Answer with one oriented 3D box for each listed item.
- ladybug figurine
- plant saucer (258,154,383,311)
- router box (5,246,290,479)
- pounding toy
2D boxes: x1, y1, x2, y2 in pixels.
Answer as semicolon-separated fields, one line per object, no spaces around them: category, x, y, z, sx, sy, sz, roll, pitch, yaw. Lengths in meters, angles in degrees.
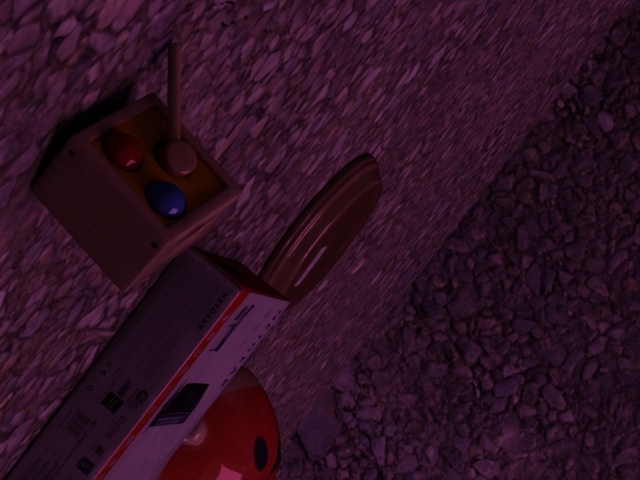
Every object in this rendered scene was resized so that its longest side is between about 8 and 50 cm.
ladybug figurine;-0.168;0.334;2.336;0.305;0.162;0.449;-49;169;-13
plant saucer;0.000;0.000;2.273;0.278;0.041;0.278;-49;170;-12
router box;-0.190;0.169;1.894;0.335;0.082;0.301;-52;170;3
pounding toy;-0.134;-0.060;1.275;0.100;0.130;0.141;-44;176;38
